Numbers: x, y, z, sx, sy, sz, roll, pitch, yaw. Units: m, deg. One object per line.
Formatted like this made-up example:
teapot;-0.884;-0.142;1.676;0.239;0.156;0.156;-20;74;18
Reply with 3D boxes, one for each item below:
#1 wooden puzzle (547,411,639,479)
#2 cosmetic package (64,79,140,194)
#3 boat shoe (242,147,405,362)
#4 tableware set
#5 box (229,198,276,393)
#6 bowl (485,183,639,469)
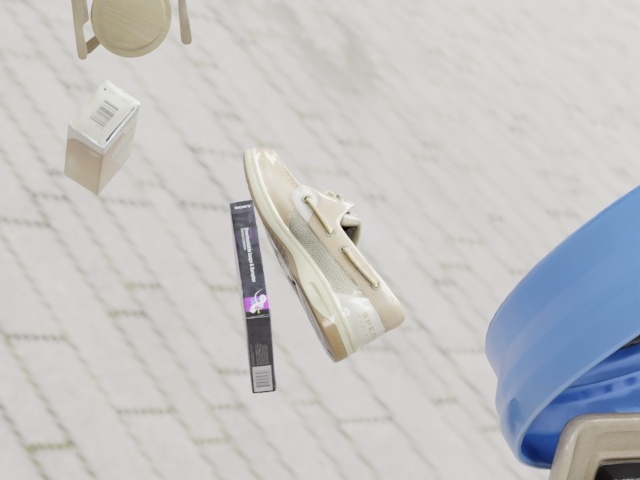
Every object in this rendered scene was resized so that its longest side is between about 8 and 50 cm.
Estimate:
wooden puzzle;0.239;0.210;1.140;0.239;0.221;0.044;-3;29;-25
cosmetic package;-0.201;-0.093;1.570;0.041;0.060;0.115;35;-21;4
boat shoe;0.000;0.000;1.846;0.109;0.098;0.302;69;-6;-47
tableware set;-0.201;-0.281;1.724;0.128;0.194;0.039;-11;17;-24
box;-0.068;0.055;1.719;0.029;0.116;0.162;-6;46;-3
bowl;0.277;0.016;1.040;0.391;0.391;0.077;7;52;-54
